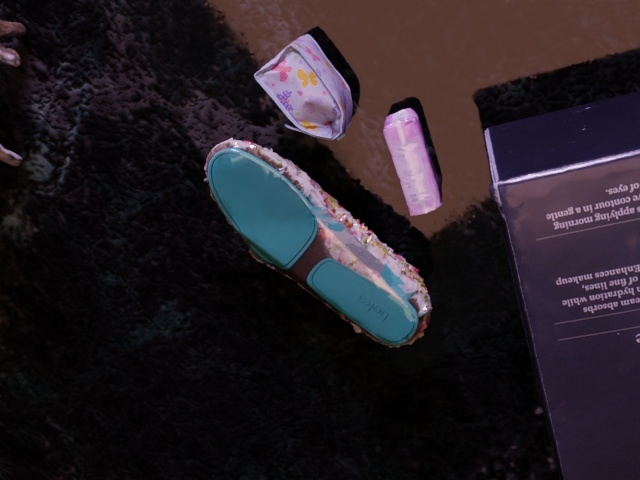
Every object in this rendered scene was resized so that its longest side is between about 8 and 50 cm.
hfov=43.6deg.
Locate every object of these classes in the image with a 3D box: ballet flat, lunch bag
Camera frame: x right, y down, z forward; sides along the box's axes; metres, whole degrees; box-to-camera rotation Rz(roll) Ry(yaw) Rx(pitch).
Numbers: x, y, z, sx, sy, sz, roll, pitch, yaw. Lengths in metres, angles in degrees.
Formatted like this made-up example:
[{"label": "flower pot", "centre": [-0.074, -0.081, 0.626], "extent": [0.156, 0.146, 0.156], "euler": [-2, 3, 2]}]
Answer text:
[{"label": "ballet flat", "centre": [0.000, 0.000, 0.699], "extent": [0.241, 0.077, 0.091], "euler": [44, 116, -7]}, {"label": "lunch bag", "centre": [-0.008, -0.120, 0.657], "extent": [0.053, 0.071, 0.083], "euler": [-37, 102, 21]}]

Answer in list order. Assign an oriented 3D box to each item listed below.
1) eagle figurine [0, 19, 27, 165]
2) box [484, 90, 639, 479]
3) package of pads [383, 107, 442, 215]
[{"label": "eagle figurine", "centre": [-0.393, -0.106, 0.669], "extent": [0.298, 0.225, 0.226], "euler": [-36, 112, 8]}, {"label": "box", "centre": [0.326, 0.039, 0.607], "extent": [0.343, 0.179, 0.312], "euler": [-12, 107, 13]}, {"label": "package of pads", "centre": [0.078, -0.067, 0.675], "extent": [0.032, 0.050, 0.083], "euler": [-16, 107, 14]}]
